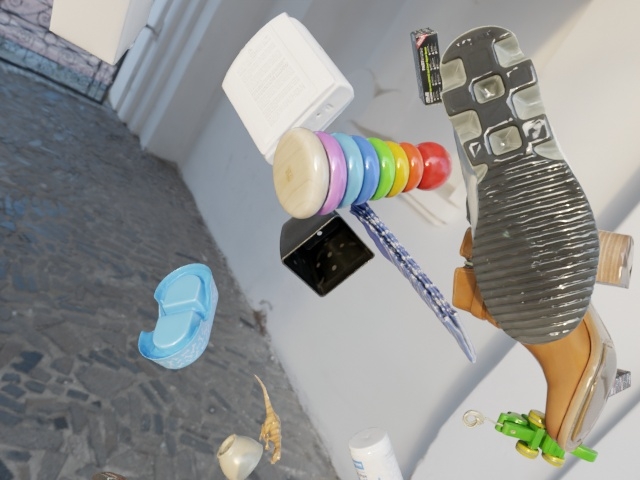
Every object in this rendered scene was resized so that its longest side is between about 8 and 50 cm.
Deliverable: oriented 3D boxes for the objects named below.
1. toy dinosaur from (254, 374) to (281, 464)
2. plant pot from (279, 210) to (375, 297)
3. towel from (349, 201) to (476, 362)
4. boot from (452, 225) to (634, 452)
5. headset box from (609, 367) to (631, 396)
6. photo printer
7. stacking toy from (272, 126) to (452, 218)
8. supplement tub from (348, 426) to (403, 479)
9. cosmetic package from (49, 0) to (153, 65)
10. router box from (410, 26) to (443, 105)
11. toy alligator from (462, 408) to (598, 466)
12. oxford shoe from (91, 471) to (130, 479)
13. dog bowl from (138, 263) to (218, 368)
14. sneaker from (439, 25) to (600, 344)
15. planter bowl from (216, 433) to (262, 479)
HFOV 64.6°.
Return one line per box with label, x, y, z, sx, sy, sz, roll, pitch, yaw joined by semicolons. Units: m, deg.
toy dinosaur;-0.124;0.457;1.290;0.064;0.112;0.212;-7;57;-21
plant pot;0.000;0.000;1.344;0.187;0.188;0.167;45;11;-38
towel;0.184;0.080;1.019;0.336;0.040;0.243;56;3;39
boot;0.270;0.107;0.676;0.220;0.284;0.109;7;-6;43
headset box;0.526;0.261;0.944;0.083;0.032;0.062;-6;6;-31
photo printer;-0.093;-0.364;1.186;0.107;0.256;0.308;17;36;-55
stacking toy;0.091;-0.119;0.864;0.330;0.141;0.141;-7;38;-32
supplement tub;0.094;0.375;0.837;0.107;0.070;0.071;70;19;-4
cosmetic package;-0.414;-0.574;1.032;0.155;0.365;0.197;27;47;-18
router box;0.192;-0.312;0.907;0.038;0.123;0.092;-10;25;9
toy alligator;0.270;0.248;0.668;0.189;0.056;0.051;18;8;-4
oxford shoe;-0.552;0.713;1.445;0.212;0.076;0.076;17;-4;26
dog bowl;-0.347;0.190;1.279;0.297;0.165;0.074;-89;160;-46
sneaker;0.221;-0.056;0.566;0.146;0.122;0.331;7;74;-69
planter bowl;-0.304;0.774;1.829;0.109;0.162;0.162;47;14;-13
